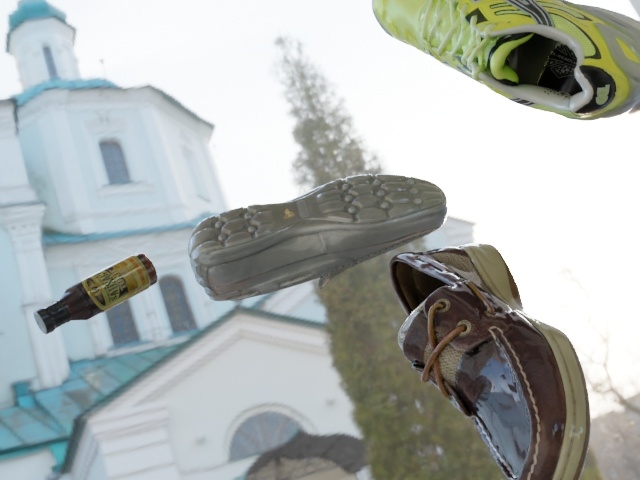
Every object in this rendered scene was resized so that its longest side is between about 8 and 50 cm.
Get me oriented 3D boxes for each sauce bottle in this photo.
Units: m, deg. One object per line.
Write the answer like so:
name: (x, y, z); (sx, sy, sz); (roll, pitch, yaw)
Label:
sauce bottle: (-0.229, 0.056, 0.879); (0.128, 0.042, 0.042); (-32, -14, -33)

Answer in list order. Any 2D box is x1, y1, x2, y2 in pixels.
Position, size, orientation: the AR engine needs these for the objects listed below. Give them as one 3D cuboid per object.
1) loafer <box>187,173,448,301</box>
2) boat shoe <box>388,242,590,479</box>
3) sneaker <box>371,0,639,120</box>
loafer: (0.000, 0.000, 1.055); (0.320, 0.112, 0.111); (-12, -51, 2)
boat shoe: (0.127, 0.098, 0.757); (0.123, 0.342, 0.123); (7, -63, -9)
sneaker: (0.206, -0.250, 1.006); (0.147, 0.385, 0.145); (-20, -52, -45)
